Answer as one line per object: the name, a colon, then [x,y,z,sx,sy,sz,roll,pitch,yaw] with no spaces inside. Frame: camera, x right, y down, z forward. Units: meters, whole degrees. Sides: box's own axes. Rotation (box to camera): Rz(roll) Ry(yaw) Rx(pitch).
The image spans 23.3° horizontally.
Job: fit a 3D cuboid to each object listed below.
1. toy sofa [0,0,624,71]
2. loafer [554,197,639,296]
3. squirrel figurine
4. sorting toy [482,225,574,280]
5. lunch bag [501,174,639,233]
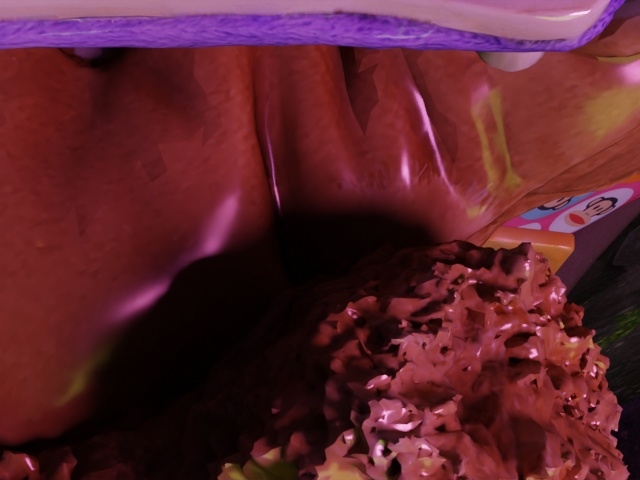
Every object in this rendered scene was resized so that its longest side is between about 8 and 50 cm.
toy sofa: [-0.101,-0.098,0.447,0.362,0.177,0.150,-4,160,-5]
loafer: [0.172,0.005,1.277,0.365,0.130,0.134,-27,161,3]
squirrel figurine: [0.000,0.000,0.642,0.370,0.397,0.281,-14,154,2]
sorting toy: [-0.019,0.013,0.954,0.347,0.047,0.196,1,159,5]
lunch bag: [0.111,-0.072,1.039,0.258,0.120,0.293,-29,159,18]
